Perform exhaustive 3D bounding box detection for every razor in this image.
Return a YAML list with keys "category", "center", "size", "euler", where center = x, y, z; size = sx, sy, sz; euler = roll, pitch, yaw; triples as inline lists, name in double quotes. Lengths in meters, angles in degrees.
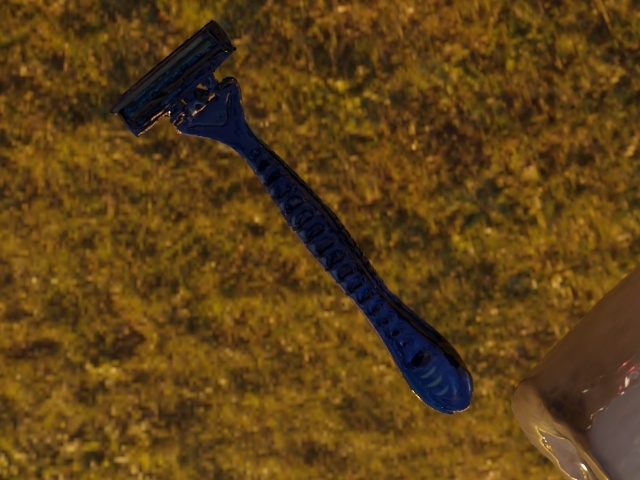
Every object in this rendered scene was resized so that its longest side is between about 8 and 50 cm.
- category: "razor"
  center: [0.000, -0.005, 0.853]
  size: [0.093, 0.056, 0.324]
  euler: [-38, 104, 15]

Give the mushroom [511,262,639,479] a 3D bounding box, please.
- category: "mushroom"
  center: [0.246, 0.002, 0.578]
  size: [0.336, 0.314, 0.314]
  euler: [-43, 137, -4]
